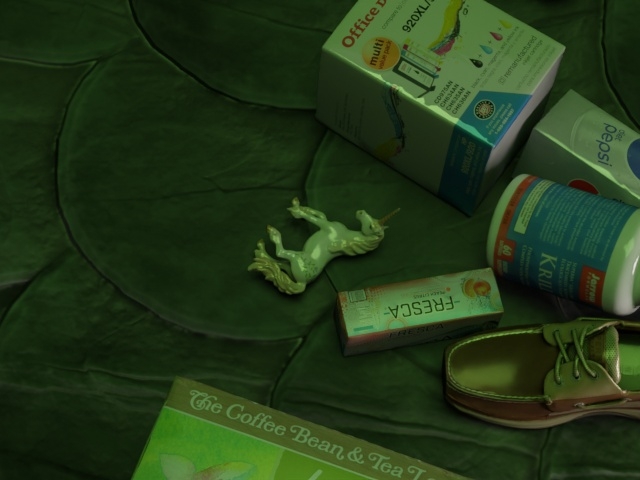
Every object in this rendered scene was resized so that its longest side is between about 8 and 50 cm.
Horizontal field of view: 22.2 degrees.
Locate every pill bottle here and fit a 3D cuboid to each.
[{"bbox_3d":[0.307,0.012,1.819,0.221,0.124,0.124,18,62,24],"label":"pill bottle"}]

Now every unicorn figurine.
[{"bbox_3d":[0.000,0.000,1.874,0.111,0.060,0.162,38,83,13],"label":"unicorn figurine"}]

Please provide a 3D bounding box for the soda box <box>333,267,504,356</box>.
[{"bbox_3d":[0.109,0.081,1.832,0.183,0.063,0.058,-9,66,-8],"label":"soda box"}]

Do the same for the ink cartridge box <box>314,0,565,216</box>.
[{"bbox_3d":[0.134,-0.184,1.908,0.233,0.168,0.171,32,66,12],"label":"ink cartridge box"}]

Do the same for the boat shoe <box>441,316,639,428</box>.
[{"bbox_3d":[0.297,0.132,1.789,0.324,0.120,0.122,-1,64,-5],"label":"boat shoe"}]

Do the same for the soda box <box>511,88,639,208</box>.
[{"bbox_3d":[0.370,-0.047,1.891,0.286,0.098,0.091,36,54,13],"label":"soda box"}]

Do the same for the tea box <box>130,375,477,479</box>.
[{"bbox_3d":[-0.048,0.357,1.593,0.329,0.220,0.323,18,63,5],"label":"tea box"}]
